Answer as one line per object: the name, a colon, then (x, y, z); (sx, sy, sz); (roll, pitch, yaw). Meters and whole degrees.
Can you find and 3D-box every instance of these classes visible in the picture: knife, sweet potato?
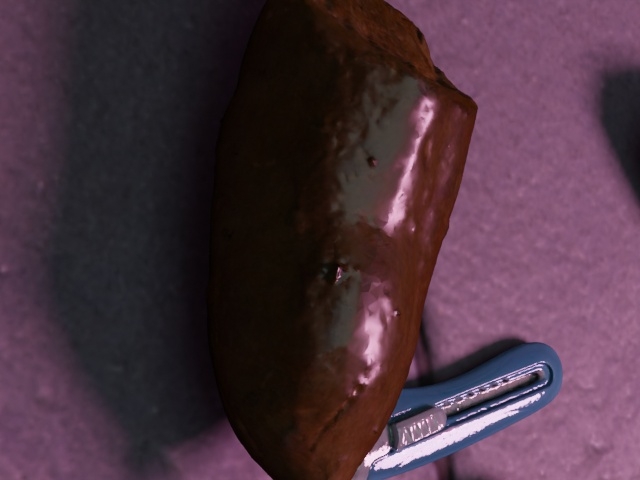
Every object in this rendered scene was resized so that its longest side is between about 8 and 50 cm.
knife: (0.085, 0.116, 0.970); (0.222, 0.031, 0.064); (-16, 89, -31)
sweet potato: (0.000, 0.000, 0.873); (0.158, 0.158, 0.370); (17, 84, -28)
